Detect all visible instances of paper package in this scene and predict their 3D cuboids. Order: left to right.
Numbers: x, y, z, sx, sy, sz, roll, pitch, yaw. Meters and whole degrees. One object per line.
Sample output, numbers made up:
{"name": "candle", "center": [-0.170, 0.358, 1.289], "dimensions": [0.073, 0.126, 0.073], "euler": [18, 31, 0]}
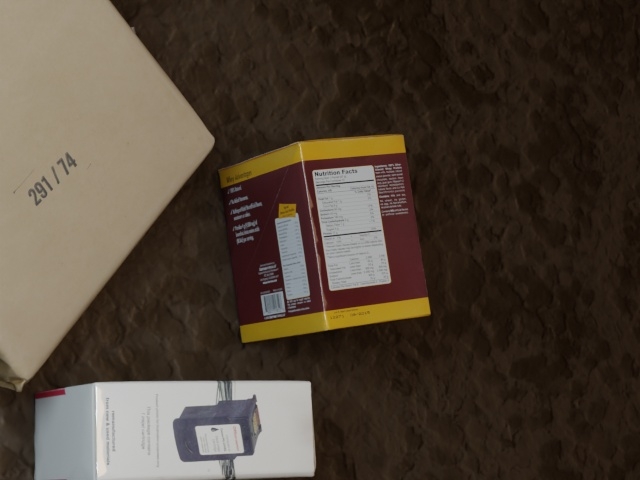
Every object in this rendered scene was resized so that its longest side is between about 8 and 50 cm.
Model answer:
{"name": "paper package", "center": [-0.310, -0.085, 1.539], "dimensions": [0.325, 0.168, 0.309], "euler": [-54, 127, -24]}

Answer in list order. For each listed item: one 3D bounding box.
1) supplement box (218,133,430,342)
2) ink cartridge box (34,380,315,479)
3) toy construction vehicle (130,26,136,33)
{"name": "supplement box", "center": [0.000, 0.000, 1.732], "dimensions": [0.129, 0.191, 0.194], "euler": [-6, 86, -30]}
{"name": "ink cartridge box", "center": [-0.146, 0.194, 1.630], "dimensions": [0.237, 0.172, 0.100], "euler": [3, 81, -29]}
{"name": "toy construction vehicle", "center": [-0.233, -0.248, 1.728], "dimensions": [0.098, 0.035, 0.086], "euler": [-6, 85, -30]}
